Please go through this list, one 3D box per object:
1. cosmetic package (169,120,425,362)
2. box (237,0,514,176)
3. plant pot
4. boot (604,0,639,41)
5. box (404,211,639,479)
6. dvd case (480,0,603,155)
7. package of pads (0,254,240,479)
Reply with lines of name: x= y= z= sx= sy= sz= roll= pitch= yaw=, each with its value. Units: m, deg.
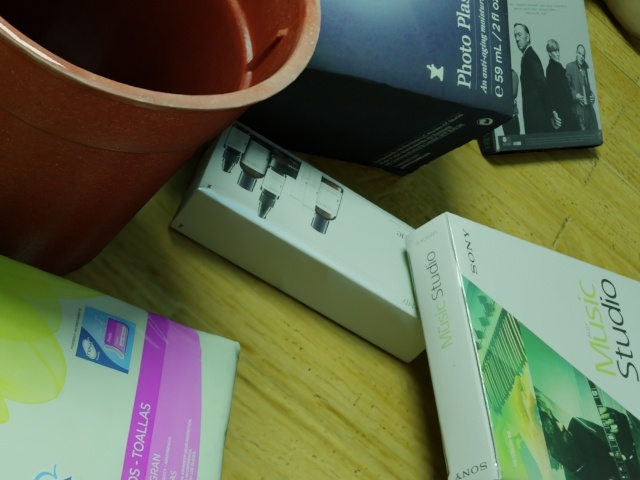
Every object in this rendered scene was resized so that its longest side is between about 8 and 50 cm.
cosmetic package: x=0.000 y=0.000 z=0.998 sx=0.239 sy=0.060 sz=0.099 roll=30 pitch=46 yaw=-14
box: x=0.001 y=-0.241 z=1.047 sx=0.294 sy=0.183 sz=0.296 roll=8 pitch=71 yaw=-30
plant pot: x=-0.182 y=-0.121 z=0.812 sx=0.272 sy=0.265 sz=0.272 roll=19 pitch=49 yaw=-23
boot: x=0.317 y=-0.343 z=1.439 sx=0.269 sy=0.089 sz=0.236 roll=-2 pitch=55 yaw=-49
box: x=0.218 y=0.121 z=1.019 sx=0.322 sy=0.058 sz=0.232 roll=16 pitch=53 yaw=-38
dvd case: x=0.228 y=-0.215 z=1.280 sx=0.179 sy=0.029 sz=0.239 roll=-7 pitch=88 yaw=-39
package of pads: x=-0.205 y=0.127 z=0.726 sx=0.296 sy=0.101 sz=0.229 roll=23 pitch=46 yaw=-20
